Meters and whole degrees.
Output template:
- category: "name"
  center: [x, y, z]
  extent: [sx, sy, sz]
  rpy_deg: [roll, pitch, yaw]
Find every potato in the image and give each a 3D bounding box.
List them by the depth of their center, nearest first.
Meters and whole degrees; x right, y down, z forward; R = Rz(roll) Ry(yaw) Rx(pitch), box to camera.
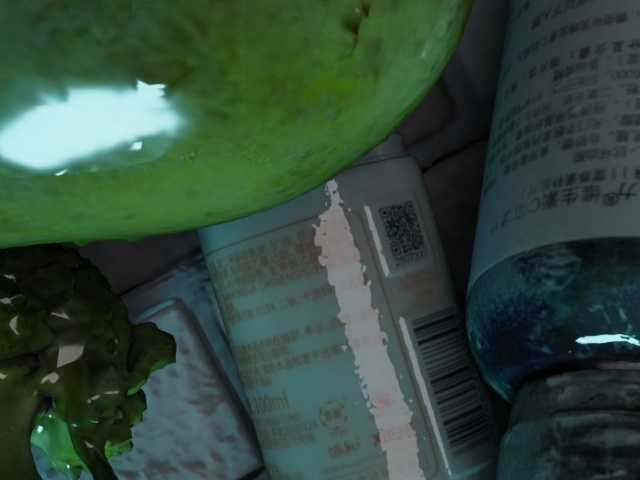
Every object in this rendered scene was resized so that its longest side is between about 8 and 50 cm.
- category: "potato"
  center: [-0.128, -0.108, 0.415]
  extent: [0.359, 0.219, 0.270]
  rpy_deg: [20, 119, 7]

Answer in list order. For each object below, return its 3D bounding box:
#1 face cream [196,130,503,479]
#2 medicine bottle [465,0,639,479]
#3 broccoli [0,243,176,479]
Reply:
- category: "face cream"
  center: [0.000, 0.000, 0.523]
  extent: [0.101, 0.101, 0.252]
  rpy_deg: [-17, 87, -13]
- category: "medicine bottle"
  center: [0.134, -0.019, 0.494]
  extent: [0.141, 0.141, 0.293]
  rpy_deg: [17, 63, -10]
- category: "broccoli"
  center: [-0.143, 0.118, 0.451]
  extent: [0.302, 0.186, 0.254]
  rpy_deg: [6, 43, -11]
